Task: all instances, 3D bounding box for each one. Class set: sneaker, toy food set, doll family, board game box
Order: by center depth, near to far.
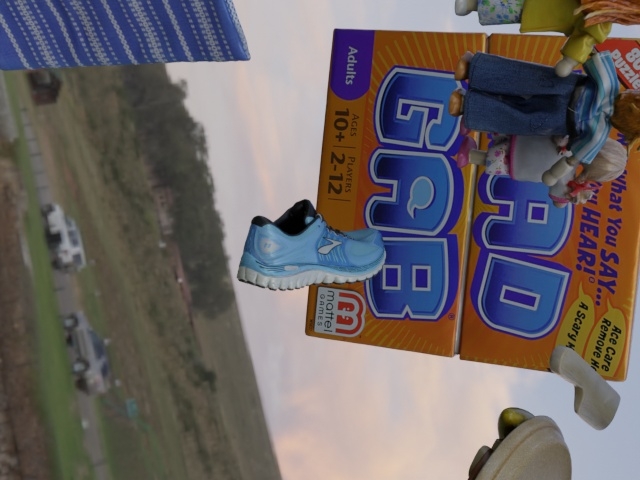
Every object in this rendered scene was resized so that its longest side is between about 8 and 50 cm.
[{"bbox_3d":[0.088,0.146,0.484,0.039,0.192,0.132,19,-12,35],"label":"toy food set"},{"bbox_3d":[0.185,-0.136,0.722,0.118,0.163,0.262,-39,135,-59],"label":"doll family"},{"bbox_3d":[0.000,0.000,0.836,0.063,0.162,0.073,13,-76,43],"label":"sneaker"},{"bbox_3d":[0.219,-0.051,1.180,0.356,0.356,0.356,-4,100,-70],"label":"board game box"}]

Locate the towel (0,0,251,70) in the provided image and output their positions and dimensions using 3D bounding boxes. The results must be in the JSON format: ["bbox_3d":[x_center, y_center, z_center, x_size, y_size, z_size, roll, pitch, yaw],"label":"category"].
[{"bbox_3d":[-0.258,-0.272,0.962,0.243,0.336,0.040,68,34,-43],"label":"towel"}]
